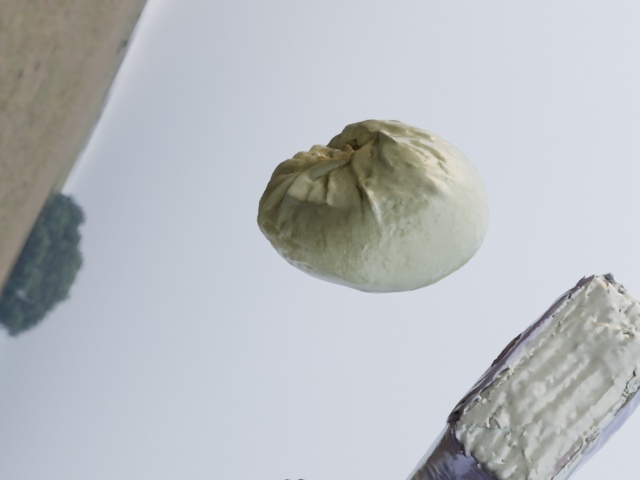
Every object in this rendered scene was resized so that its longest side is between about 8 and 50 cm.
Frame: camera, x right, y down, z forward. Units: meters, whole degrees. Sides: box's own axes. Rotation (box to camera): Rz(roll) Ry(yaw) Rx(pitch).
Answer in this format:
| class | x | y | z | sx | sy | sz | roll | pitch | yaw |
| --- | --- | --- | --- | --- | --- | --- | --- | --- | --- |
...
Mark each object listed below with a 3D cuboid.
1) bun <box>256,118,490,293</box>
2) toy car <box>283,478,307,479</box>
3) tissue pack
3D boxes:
| class | x | y | z | sx | sy | sz | roll | pitch | yaw |
| --- | --- | --- | --- | --- | --- | --- | --- | --- | --- |
| bun | 0.039 | -0.033 | 0.947 | 0.164 | 0.111 | 0.188 | -36 | -145 | -29 |
| toy car | 0.040 | 0.412 | 1.558 | 0.124 | 0.256 | 0.101 | 95 | 21 | -60 |
| tissue pack | 0.192 | 0.204 | 1.192 | 0.242 | 0.125 | 0.344 | -42 | 165 | -27 |
